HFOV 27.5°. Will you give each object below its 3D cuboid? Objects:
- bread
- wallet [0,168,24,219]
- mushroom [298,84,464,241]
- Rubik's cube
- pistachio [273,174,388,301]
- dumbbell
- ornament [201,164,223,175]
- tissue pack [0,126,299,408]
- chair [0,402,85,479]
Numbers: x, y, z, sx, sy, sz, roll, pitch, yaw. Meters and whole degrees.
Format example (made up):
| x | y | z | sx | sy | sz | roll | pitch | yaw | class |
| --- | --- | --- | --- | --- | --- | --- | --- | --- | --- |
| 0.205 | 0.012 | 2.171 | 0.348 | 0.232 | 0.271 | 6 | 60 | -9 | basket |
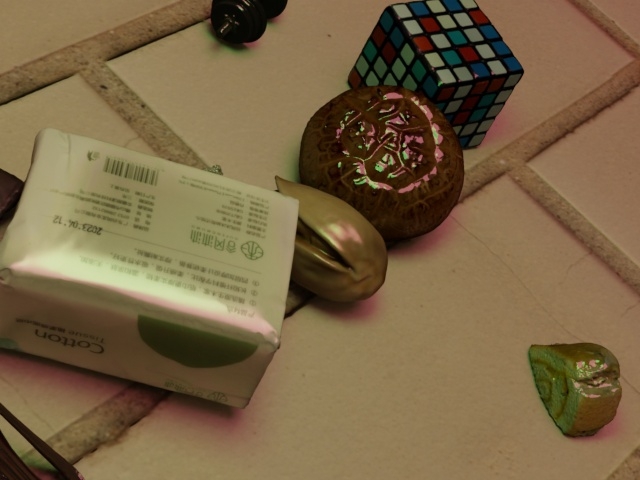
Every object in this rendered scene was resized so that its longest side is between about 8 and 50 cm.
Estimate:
| x | y | z | sx | sy | sz | roll | pitch | yaw | class |
| --- | --- | --- | --- | --- | --- | --- | --- | --- | --- |
| 0.372 | 0.189 | 1.870 | 0.103 | 0.110 | 0.156 | -5 | 55 | -22 | bread |
| -0.519 | -0.070 | 1.696 | 0.229 | 0.049 | 0.182 | 30 | 49 | -3 | wallet |
| 0.089 | -0.115 | 1.941 | 0.253 | 0.153 | 0.253 | 2 | 70 | -5 | mushroom |
| 0.182 | -0.264 | 2.094 | 0.182 | 0.187 | 0.184 | -12 | 58 | -32 | Rubik's cube |
| 0.000 | 0.000 | 1.832 | 0.215 | 0.144 | 0.144 | 40 | 47 | 17 | pistachio |
| -0.114 | -0.382 | 2.108 | 0.099 | 0.099 | 0.208 | 33 | 46 | 2 | dumbbell |
| -0.176 | -0.065 | 1.861 | 0.068 | 0.041 | 0.092 | 9 | 59 | -12 | ornament |
| -0.225 | 0.034 | 1.650 | 0.356 | 0.194 | 0.266 | 17 | 49 | -11 | tissue pack |
| -0.419 | 0.237 | 1.449 | 0.326 | 0.183 | 0.175 | 64 | 35 | -31 | chair |
